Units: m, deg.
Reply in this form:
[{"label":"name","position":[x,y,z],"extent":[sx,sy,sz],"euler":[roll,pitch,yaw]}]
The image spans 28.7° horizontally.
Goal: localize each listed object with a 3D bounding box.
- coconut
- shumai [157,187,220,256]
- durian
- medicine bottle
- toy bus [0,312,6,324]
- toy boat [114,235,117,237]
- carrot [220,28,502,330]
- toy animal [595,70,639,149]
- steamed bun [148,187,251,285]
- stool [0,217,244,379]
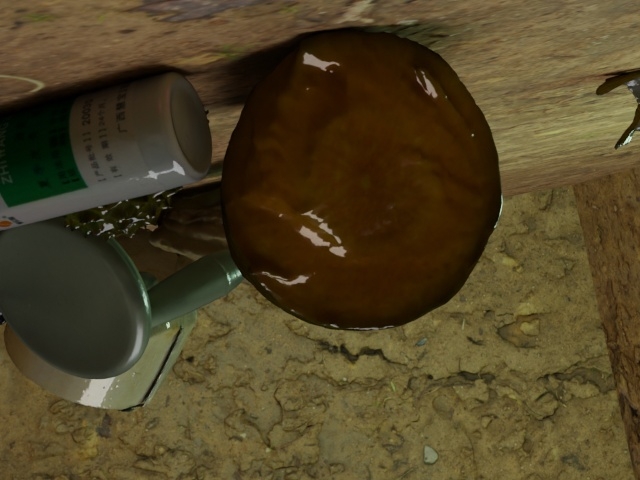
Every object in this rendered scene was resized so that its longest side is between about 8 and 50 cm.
[{"label":"coconut","position":[-0.369,0.131,2.070],"extent":[0.323,0.323,0.323],"euler":[-12,177,-1]},{"label":"shumai","position":[-0.103,0.017,1.950],"extent":[0.283,0.217,0.346],"euler":[-11,180,-22]},{"label":"durian","position":[-0.186,-0.057,1.149],"extent":[0.186,0.108,0.119],"euler":[-11,178,-2]},{"label":"medicine bottle","position":[-0.221,-0.064,1.019],"extent":[0.260,0.095,0.095],"euler":[-14,177,17]},{"label":"toy bus","position":[-0.374,0.021,1.529],"extent":[0.317,0.138,0.112],"euler":[-13,-148,52]},{"label":"toy boat","position":[-0.312,-0.025,1.713],"extent":[0.072,0.064,0.206],"euler":[-29,-172,-33]},{"label":"carrot","position":[0.030,-0.040,1.116],"extent":[0.241,0.241,0.340],"euler":[-11,178,-6]},{"label":"toy animal","position":[0.451,-0.175,1.615],"extent":[0.155,0.095,0.219],"euler":[-8,180,20]},{"label":"steamed bun","position":[0.000,0.000,1.676],"extent":[0.428,0.189,0.247],"euler":[-4,-156,35]},{"label":"stool","position":[-0.214,0.014,1.312],"extent":[0.195,0.195,0.199],"euler":[-13,-159,37]}]
